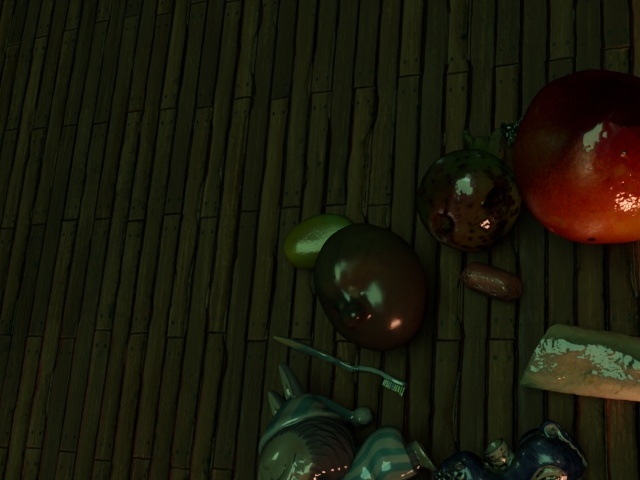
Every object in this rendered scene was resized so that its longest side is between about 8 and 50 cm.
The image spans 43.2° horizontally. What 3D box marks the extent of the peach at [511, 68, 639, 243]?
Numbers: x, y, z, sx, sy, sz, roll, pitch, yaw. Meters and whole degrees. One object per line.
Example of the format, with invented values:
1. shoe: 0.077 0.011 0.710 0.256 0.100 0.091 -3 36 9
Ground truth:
1. peach: 0.564 -0.169 1.619 0.388 0.388 0.388 -8 72 24

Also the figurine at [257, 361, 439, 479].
1. figurine: 0.010 0.419 1.770 0.361 0.266 0.378 -29 72 1

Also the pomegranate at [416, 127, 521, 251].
1. pomegranate: 0.338 -0.108 1.821 0.242 0.306 0.242 8 121 13

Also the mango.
1. mango: 0.000 0.000 1.999 0.194 0.092 0.130 -15 68 17

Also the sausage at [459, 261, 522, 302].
1. sausage: 0.378 0.091 1.798 0.141 0.076 0.076 19 84 32

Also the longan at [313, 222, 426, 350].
1. longan: 0.109 0.108 1.814 0.243 0.300 0.300 -42 59 35

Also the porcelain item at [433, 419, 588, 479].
1. porcelain item: 0.380 0.465 1.619 0.288 0.138 0.186 -37 92 17

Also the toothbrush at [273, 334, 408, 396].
1. toothbrush: 0.040 0.288 1.930 0.375 0.028 0.037 18 91 29

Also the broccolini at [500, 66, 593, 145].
1. broccolini: 0.523 -0.311 1.860 0.254 0.057 0.071 -42 104 13

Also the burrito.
1. burrito: 0.565 0.250 1.645 0.299 0.105 0.143 5 81 25
